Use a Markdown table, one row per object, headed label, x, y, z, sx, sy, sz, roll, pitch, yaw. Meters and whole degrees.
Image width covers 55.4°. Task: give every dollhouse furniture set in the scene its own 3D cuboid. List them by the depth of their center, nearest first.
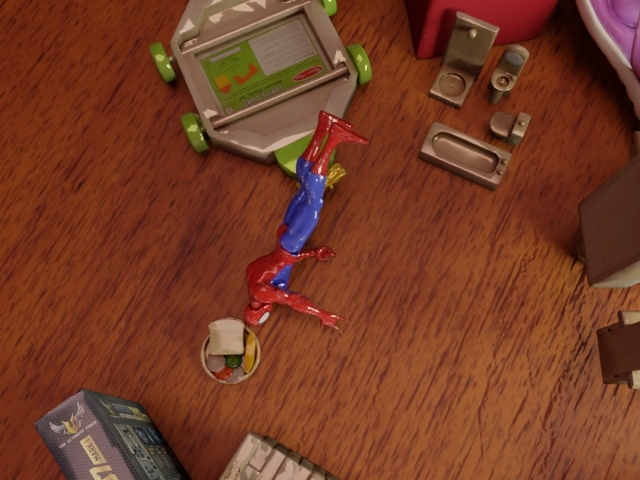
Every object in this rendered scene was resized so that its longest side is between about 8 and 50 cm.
| label | x | y | z | sx | sy | sz | roll | pitch | yaw |
| --- | --- | --- | --- | --- | --- | --- | --- | --- | --- |
| dollhouse furniture set | 0.483 | 0.000 | 0.628 | 0.355 | 0.174 | 0.303 | 2 | 72 | -2 |
| dollhouse furniture set | 0.204 | -0.177 | 0.796 | 0.144 | 0.123 | 0.151 | 25 | 77 | 8 |

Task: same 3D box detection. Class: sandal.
| label | x | y | z | sx | sy | sz | roll | pitch | yaw |
| --- | --- | --- | --- | --- | --- | --- | --- | --- | --- |
| sandal | 0.457 | -0.244 | 0.763 | 0.169 | 0.102 | 0.416 | -27 | 96 | -4 |

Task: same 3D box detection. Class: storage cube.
| label | x | y | z | sx | sy | sz | roll | pitch | yaw |
| --- | --- | --- | --- | --- | --- | --- | --- | --- | --- |
| storage cube | 0.212 | -0.384 | 0.815 | 0.215 | 0.193 | 0.184 | -11 | 75 | -2 |

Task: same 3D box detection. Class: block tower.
| label | x | y | z | sx | sy | sz | roll | pitch | yaw |
| --- | --- | --- | --- | --- | --- | --- | --- | --- | --- |
| block tower | 0.041 | 0.339 | 0.682 | 0.335 | 0.097 | 0.091 | 30 | 78 | 7 |

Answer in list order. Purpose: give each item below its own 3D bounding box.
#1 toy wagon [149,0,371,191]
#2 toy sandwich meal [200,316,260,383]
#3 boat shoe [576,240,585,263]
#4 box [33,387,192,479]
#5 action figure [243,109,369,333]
| label | x | y | z | sx | sy | sz | roll | pitch | yaw |
| --- | --- | --- | --- | --- | --- | --- | --- | --- | --- |
| toy wagon | -0.067 | -0.210 | 0.842 | 0.267 | 0.068 | 0.344 | -24 | 77 | -5 |
| toy sandwich meal | -0.115 | 0.138 | 0.769 | 0.085 | 0.029 | 0.086 | 0 | 75 | 1 |
| boat shoe | 0.474 | 0.023 | 0.765 | 0.285 | 0.089 | 0.105 | 16 | 61 | 2 |
| box | -0.188 | 0.252 | 0.637 | 0.059 | 0.233 | 0.183 | -35 | 77 | -14 |
| action figure | 0.000 | 0.000 | 0.753 | 0.139 | 0.091 | 0.280 | 22 | 109 | -21 |
